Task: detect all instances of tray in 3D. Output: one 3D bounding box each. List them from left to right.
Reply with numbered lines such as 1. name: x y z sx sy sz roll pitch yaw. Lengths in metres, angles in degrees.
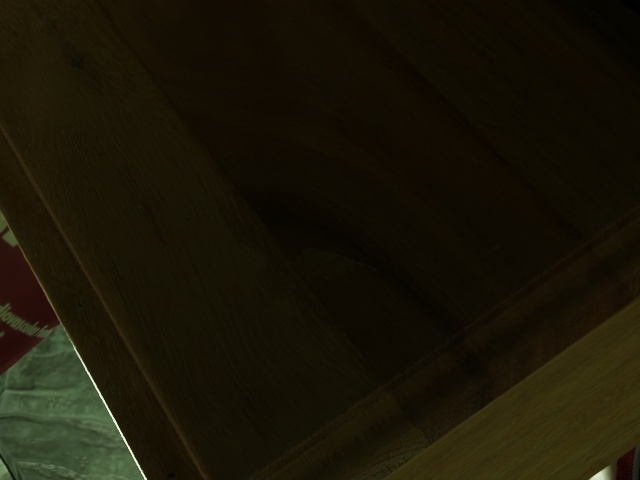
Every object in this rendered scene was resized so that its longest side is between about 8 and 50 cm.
1. tray: -0.025 -0.060 0.619 0.411 0.203 0.076 52 176 46

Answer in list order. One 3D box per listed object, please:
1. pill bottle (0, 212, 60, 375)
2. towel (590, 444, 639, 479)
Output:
1. pill bottle: -0.182 -0.076 1.043 0.224 0.392 0.224 48 -178 -2
2. towel: 0.065 -0.014 0.869 0.329 0.037 0.237 52 163 32
